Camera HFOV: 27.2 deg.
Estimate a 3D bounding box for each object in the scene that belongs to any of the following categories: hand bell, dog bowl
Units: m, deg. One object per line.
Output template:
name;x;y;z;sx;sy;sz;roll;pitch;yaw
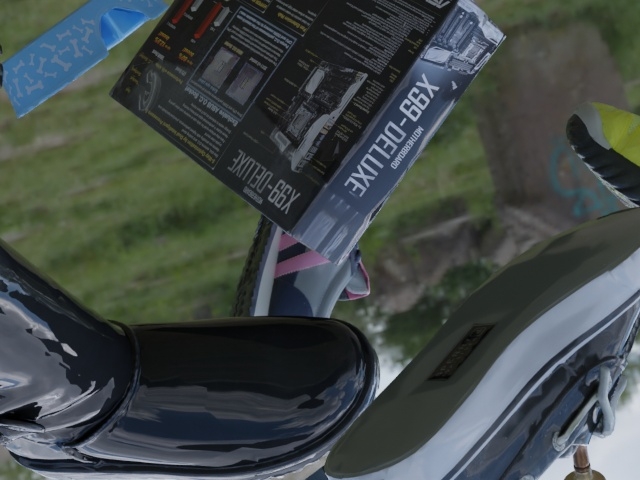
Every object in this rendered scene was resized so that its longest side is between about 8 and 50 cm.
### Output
hand bell;0.393;0.331;1.997;0.126;0.242;0.126;-10;-154;5
dog bowl;-0.329;-0.275;1.817;0.166;0.074;0.297;-24;-162;40

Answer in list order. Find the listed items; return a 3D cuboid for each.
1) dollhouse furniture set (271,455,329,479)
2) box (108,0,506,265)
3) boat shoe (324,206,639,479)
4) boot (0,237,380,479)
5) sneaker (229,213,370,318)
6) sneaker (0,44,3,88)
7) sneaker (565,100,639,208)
dollhouse furniture set;0.000;0.221;1.690;0.286;0.303;0.198;-38;-151;0
box;-0.024;-0.154;1.176;0.307;0.242;0.076;36;-178;42
boat shoe;0.135;0.092;0.828;0.113;0.105;0.306;-9;-154;49
boot;-0.183;0.071;1.029;0.366;0.146;0.445;-13;151;13
sneaker;0.000;0.000;1.431;0.131;0.319;0.112;22;163;-13
sneaker;-0.281;-0.179;0.927;0.094;0.209;0.081;-14;157;25
sneaker;0.407;-0.041;1.221;0.384;0.147;0.145;32;-175;22
